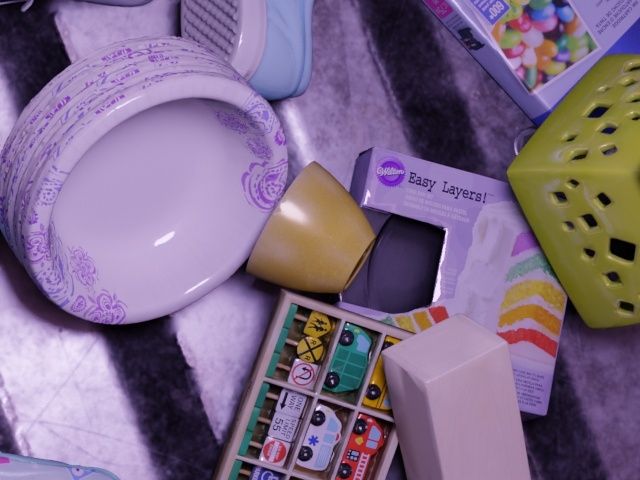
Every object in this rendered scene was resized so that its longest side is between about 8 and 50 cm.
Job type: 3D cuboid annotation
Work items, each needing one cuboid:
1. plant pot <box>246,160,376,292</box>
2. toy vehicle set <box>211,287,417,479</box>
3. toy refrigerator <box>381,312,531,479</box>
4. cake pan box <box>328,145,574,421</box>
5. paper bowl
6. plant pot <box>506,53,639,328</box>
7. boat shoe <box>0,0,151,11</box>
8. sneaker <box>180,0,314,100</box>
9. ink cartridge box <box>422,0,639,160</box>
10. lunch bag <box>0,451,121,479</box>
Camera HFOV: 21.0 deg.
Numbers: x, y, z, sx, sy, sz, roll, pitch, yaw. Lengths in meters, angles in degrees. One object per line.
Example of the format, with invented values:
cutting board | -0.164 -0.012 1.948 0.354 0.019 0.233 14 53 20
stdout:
plant pot | 0.000 0.000 1.756 0.095 0.134 0.134 31 74 6
toy vehicle set | -0.007 0.200 1.772 0.166 0.035 0.267 18 95 -14
toy refrigerator | 0.145 0.218 1.770 0.102 0.094 0.270 -25 120 -22
cake pan box | 0.136 0.046 1.865 0.266 0.070 0.246 16 76 -13
paper bowl | -0.184 -0.070 1.695 0.284 0.284 0.148 -24 46 -19
plant pot | 0.369 -0.056 1.824 0.227 0.207 0.228 -48 118 -31
boat shoe | -0.294 -0.289 1.757 0.306 0.105 0.113 4 81 -17
sneaker | -0.063 -0.318 1.842 0.150 0.135 0.366 17 72 -43
ink cartridge box | 0.262 -0.248 1.950 0.186 0.065 0.311 -45 98 -17
lunch bag | -0.331 0.314 1.648 0.279 0.108 0.224 10 74 -19
